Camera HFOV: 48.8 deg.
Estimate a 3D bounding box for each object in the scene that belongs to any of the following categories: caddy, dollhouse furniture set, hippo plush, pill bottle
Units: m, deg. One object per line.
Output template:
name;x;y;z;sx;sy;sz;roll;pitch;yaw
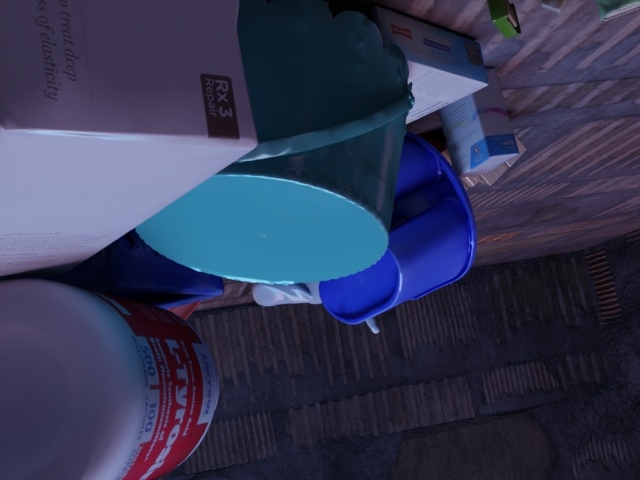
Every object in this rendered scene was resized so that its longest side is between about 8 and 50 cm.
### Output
caddy;0.094;-0.018;1.066;0.179;0.241;0.341;-27;174;-26
dollhouse furniture set;0.231;-0.237;0.642;0.152;0.076;0.059;-14;170;25
hippo plush;0.000;0.000;1.409;0.295;0.234;0.236;11;-148;0
pill bottle;-0.253;0.177;0.818;0.229;0.228;0.407;-11;169;5

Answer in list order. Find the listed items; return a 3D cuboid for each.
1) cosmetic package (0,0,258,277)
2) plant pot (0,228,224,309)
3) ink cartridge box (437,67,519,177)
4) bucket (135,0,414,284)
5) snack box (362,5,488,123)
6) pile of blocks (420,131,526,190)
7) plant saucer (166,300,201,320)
cosmetic package;-0.217;-0.107;0.530;0.156;0.217;0.385;-3;166;-36
plant pot;-0.304;-0.004;0.998;0.236;0.211;0.236;-16;169;26
ink cartridge box;0.205;-0.155;0.937;0.052;0.122;0.088;-11;171;-21
bucket;-0.050;-0.084;0.691;0.282;0.183;0.281;3;155;1
snack box;0.016;-0.165;0.862;0.187;0.060;0.322;1;165;-45
pile of blocks;0.164;-0.121;1.207;0.362;0.148;0.112;-29;118;35
plant saucer;-0.232;0.052;1.270;0.259;0.048;0.258;-51;171;-15
